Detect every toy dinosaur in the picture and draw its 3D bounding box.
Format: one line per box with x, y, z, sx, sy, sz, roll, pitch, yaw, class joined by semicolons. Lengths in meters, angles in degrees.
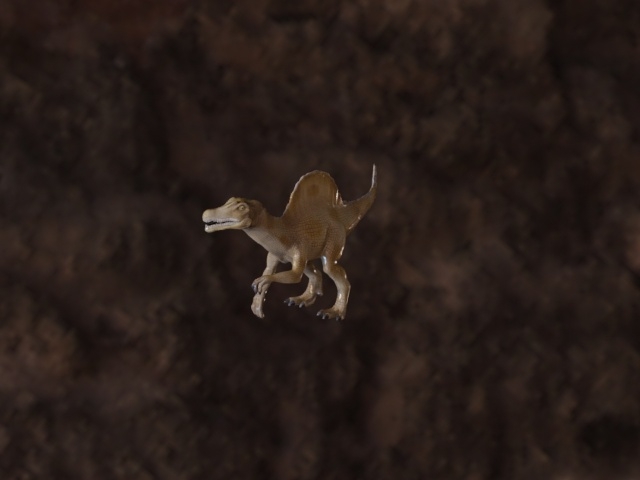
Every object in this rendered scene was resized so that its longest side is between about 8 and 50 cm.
0.000;0.000;1.207;0.053;0.092;0.183;12;-166;34;toy dinosaur
